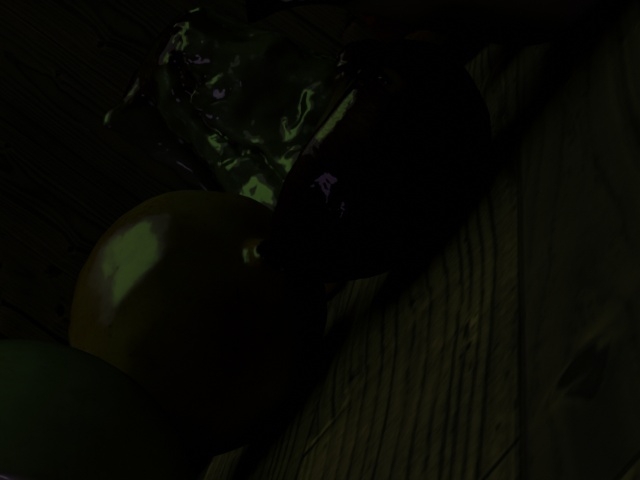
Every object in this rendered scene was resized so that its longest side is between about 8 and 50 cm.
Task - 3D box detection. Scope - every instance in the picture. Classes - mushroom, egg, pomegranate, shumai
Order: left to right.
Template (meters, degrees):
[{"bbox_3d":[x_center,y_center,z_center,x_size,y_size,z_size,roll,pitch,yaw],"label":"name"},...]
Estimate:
[{"bbox_3d":[-0.225,0.207,1.127,0.278,0.278,0.336,-54,5,6],"label":"egg"},{"bbox_3d":[-0.108,0.069,1.314,0.233,0.233,0.233,-54,5,7],"label":"pomegranate"},{"bbox_3d":[-0.094,-0.129,1.920,0.324,0.323,0.397,-53,4,-2],"label":"shumai"},{"bbox_3d":[0.051,-0.050,1.194,0.231,0.138,0.194,92,-161,-79],"label":"mushroom"}]

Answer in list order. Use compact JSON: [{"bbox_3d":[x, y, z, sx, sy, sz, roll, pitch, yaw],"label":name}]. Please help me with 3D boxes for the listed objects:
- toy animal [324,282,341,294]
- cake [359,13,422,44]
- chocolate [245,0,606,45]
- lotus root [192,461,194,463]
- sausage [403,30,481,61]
[{"bbox_3d":[0.000,0.000,1.526,0.114,0.082,0.091,-53,6,6],"label":"toy animal"},{"bbox_3d":[0.117,-0.399,1.485,0.270,0.320,0.269,-23,17,21],"label":"cake"},{"bbox_3d":[0.124,-0.290,1.209,0.326,0.297,0.314,-47,31,31],"label":"chocolate"},{"bbox_3d":[-0.153,0.132,1.607,0.314,0.169,0.141,-55,-32,2],"label":"lotus root"},{"bbox_3d":[0.161,-0.255,1.782,0.082,0.082,0.371,-56,6,-16],"label":"sausage"}]
